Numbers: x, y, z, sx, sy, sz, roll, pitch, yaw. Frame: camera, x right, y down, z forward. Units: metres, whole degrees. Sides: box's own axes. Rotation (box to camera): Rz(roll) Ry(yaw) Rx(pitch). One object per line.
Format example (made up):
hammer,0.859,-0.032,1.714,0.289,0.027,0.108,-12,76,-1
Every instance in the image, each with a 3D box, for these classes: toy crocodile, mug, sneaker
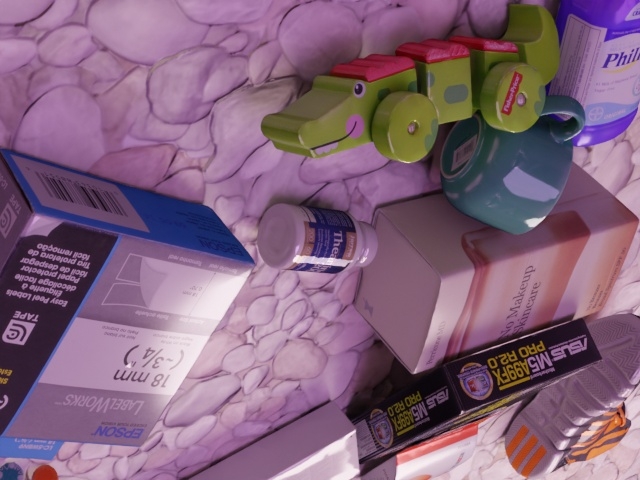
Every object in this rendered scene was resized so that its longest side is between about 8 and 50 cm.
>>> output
toy crocodile,0.099,-0.146,1.042,0.340,0.115,0.105,-18,113,-29
mug,0.191,-0.094,1.151,0.097,0.129,0.158,21,103,-21
sneaker,0.416,0.223,1.651,0.180,0.125,0.321,-4,138,-43

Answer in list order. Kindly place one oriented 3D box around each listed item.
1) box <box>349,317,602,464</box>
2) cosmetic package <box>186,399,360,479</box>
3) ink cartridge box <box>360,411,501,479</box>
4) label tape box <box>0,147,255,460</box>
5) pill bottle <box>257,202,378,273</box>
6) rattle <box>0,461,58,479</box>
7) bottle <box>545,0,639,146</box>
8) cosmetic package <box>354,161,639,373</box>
box,0.180,0.189,1.355,0.216,0.060,0.270,-13,164,-30
cosmetic package,-0.068,0.294,1.345,0.239,0.060,0.099,-26,140,-20
ink cartridge box,0.154,0.294,1.485,0.145,0.045,0.179,-14,163,-30
label tape box,-0.245,0.105,0.991,0.240,0.106,0.334,15,115,-45
pill bottle,0.000,0.000,1.127,0.120,0.067,0.067,6,121,-42
rattle,-0.335,0.335,1.107,0.199,0.143,0.130,-33,122,-1
bottle,0.303,-0.236,1.140,0.118,0.092,0.283,-22,137,-31
cosmetic package,0.203,0.026,1.269,0.296,0.129,0.153,-15,135,-29
